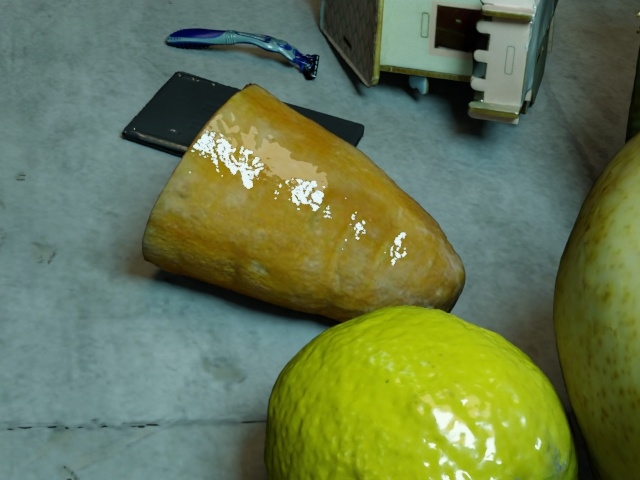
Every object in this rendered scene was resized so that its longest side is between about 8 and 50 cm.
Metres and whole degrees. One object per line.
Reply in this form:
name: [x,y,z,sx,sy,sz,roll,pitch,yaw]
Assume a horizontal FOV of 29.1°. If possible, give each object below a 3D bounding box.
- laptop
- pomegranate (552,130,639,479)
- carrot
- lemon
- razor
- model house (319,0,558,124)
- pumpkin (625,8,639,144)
laptop: [-0.066,-0.103,1.127,0.197,0.016,0.135,18,38,8]
pomegranate: [0.333,0.075,0.709,0.417,0.416,0.416,7,39,-6]
carrot: [0.000,0.000,0.936,0.225,0.159,0.159,30,40,2]
lemon: [0.058,0.128,0.741,0.180,0.180,0.193,-2,29,-16]
razor: [-0.077,-0.195,1.227,0.154,0.028,0.044,11,39,-1]
model house: [0.114,-0.240,1.240,0.244,0.169,0.326,11,36,11]
pumpkin: [0.384,-0.074,1.033,0.303,0.225,0.256,-1,32,-9]
